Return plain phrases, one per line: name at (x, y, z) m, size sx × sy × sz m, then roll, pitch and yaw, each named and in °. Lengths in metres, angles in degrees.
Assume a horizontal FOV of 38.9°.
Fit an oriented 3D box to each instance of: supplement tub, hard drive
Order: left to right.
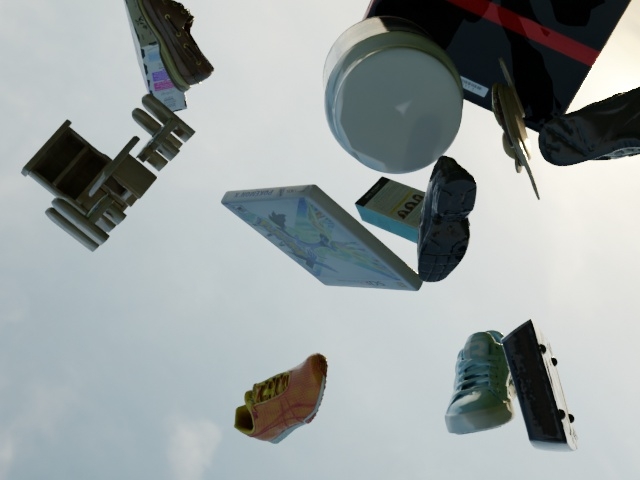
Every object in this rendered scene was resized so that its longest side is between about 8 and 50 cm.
supplement tub at (0.099, -0.212, 1.298) m, size 0.191 × 0.191 × 0.272 m, roll 27°, pitch -162°, yaw -10°
hard drive at (0.293, 0.198, 1.205) m, size 0.254 × 0.054 × 0.172 m, roll 33°, pitch -138°, yaw -68°

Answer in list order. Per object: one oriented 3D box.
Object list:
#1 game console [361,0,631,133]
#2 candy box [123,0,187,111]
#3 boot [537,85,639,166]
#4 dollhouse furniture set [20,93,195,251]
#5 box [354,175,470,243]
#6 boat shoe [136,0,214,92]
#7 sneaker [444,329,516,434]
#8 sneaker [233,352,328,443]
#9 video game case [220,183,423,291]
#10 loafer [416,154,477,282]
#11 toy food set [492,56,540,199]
game console at (0.290, -0.389, 1.483) m, size 0.386 × 0.342 × 0.060 m, roll 24°, pitch -146°, yaw -2°
candy box at (-0.313, -0.363, 1.716) m, size 0.070 × 0.196 × 0.165 m, roll -16°, pitch -119°, yaw -10°
boot at (0.410, -0.155, 1.171) m, size 0.178 × 0.236 × 0.085 m, roll -23°, pitch -81°, yaw -66°
dollhouse furniture set at (-0.338, -0.113, 1.358) m, size 0.161 × 0.242 × 0.212 m, roll 41°, pitch -112°, yaw -13°
box at (0.197, -0.057, 1.975) m, size 0.244 × 0.060 × 0.100 m, roll 25°, pitch -119°, yaw 42°
boat shoe at (-0.194, -0.287, 1.195) m, size 0.064 × 0.060 × 0.178 m, roll -50°, pitch -64°, yaw -79°
sneaker at (0.297, 0.258, 1.725) m, size 0.366 × 0.135 × 0.150 m, roll -22°, pitch -85°, yaw -73°
sneaker at (-0.045, 0.179, 1.011) m, size 0.067 × 0.175 × 0.064 m, roll 20°, pitch -136°, yaw -21°
video game case at (0.000, 0.000, 1.804) m, size 0.329 × 0.300 × 0.036 m, roll 40°, pitch -113°, yaw -31°
loafer at (0.150, -0.024, 1.108) m, size 0.062 × 0.170 × 0.061 m, roll 2°, pitch -143°, yaw -15°
toy food set at (0.266, -0.157, 1.283) m, size 0.192 × 0.038 × 0.132 m, roll -88°, pitch -27°, yaw -42°
